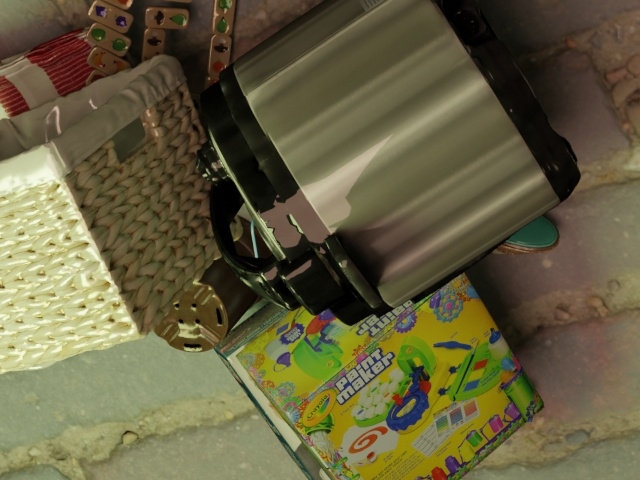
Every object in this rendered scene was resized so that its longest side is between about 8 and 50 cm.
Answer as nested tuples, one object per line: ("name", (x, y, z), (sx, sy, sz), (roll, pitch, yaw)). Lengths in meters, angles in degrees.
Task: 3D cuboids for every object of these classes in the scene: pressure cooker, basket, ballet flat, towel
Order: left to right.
("towel", (-0.390, -0.155, 1.984), (0.329, 0.037, 0.237), (-20, 126, 12))
("basket", (-0.319, -0.029, 1.778), (0.331, 0.328, 0.266), (-17, 108, 30))
("pressure cooker", (0.051, -0.108, 1.699), (0.420, 0.370, 0.375), (-33, 82, 6))
("ballet flat", (0.224, -0.018, 1.929), (0.206, 0.073, 0.067), (18, 149, 10))

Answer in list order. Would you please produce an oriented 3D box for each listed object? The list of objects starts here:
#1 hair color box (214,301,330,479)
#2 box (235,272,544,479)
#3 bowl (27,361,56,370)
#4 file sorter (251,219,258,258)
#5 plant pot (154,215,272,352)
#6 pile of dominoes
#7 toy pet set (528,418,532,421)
("hair color box", (0.014, 0.245, 2.061), (0.174, 0.105, 0.347), (-37, 105, -9))
("box", (0.097, 0.189, 1.891), (0.290, 0.177, 0.279), (-38, 124, -8))
("bowl", (-0.426, 0.097, 2.074), (0.289, 0.156, 0.289), (0, 137, 0))
("file sorter", (0.000, 0.000, 1.975), (0.170, 0.104, 0.118), (1, 119, 16))
("plant pot", (-0.167, 0.067, 2.028), (0.167, 0.165, 0.167), (8, 120, 14))
("pile of dominoes", (-0.211, -0.284, 1.867), (0.196, 0.040, 0.251), (3, 114, -11))
("toy pet set", (0.254, 0.233, 2.065), (0.122, 0.065, 0.114), (58, 153, -14))
